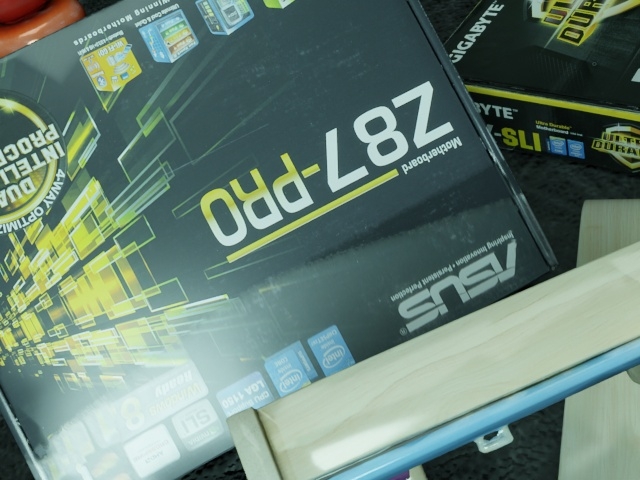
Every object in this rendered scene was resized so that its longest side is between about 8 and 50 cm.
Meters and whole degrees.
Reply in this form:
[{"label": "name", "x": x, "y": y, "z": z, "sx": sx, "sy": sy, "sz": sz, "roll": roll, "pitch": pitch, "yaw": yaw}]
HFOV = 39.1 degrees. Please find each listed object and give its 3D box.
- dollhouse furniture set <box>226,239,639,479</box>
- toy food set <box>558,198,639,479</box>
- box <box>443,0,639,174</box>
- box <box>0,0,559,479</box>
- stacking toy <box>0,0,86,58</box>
[{"label": "dollhouse furniture set", "x": 0.121, "y": 0.196, "z": 0.414, "sx": 0.198, "sy": 0.286, "sz": 0.303, "roll": -23, "pitch": 71, "yaw": -1}, {"label": "toy food set", "x": 0.269, "y": 0.097, "z": 0.555, "sx": 0.219, "sy": 0.092, "sz": 0.306, "roll": 0, "pitch": 55, "yaw": 22}, {"label": "box", "x": 0.282, "y": -0.204, "z": 0.857, "sx": 0.257, "sy": 0.079, "sz": 0.322, "roll": 18, "pitch": 55, "yaw": 33}, {"label": "box", "x": -0.075, "y": -0.026, "z": 0.665, "sx": 0.394, "sy": 0.318, "sz": 0.097, "roll": -27, "pitch": -1, "yaw": -7}, {"label": "stacking toy", "x": -0.212, "y": -0.120, "z": 0.766, "sx": 0.141, "sy": 0.330, "sz": 0.141, "roll": -14, "pitch": 37, "yaw": 11}]
